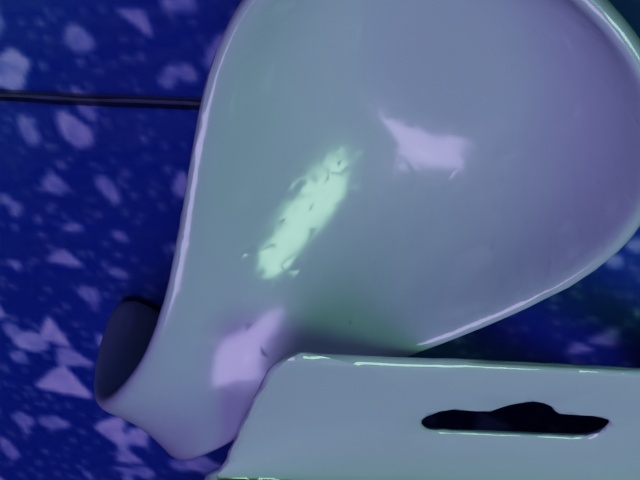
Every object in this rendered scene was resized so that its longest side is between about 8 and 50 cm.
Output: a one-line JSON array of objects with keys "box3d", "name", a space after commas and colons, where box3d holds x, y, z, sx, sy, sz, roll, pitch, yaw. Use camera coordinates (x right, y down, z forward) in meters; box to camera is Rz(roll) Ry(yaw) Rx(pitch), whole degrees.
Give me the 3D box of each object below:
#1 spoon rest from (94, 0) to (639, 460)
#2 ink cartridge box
[{"box3d": [0.000, 0.000, 0.580, 0.137, 0.084, 0.276, 34, 137, -10], "name": "spoon rest"}, {"box3d": [0.037, 0.192, 0.671, 0.207, 0.119, 0.353, 4, 139, -17], "name": "ink cartridge box"}]
